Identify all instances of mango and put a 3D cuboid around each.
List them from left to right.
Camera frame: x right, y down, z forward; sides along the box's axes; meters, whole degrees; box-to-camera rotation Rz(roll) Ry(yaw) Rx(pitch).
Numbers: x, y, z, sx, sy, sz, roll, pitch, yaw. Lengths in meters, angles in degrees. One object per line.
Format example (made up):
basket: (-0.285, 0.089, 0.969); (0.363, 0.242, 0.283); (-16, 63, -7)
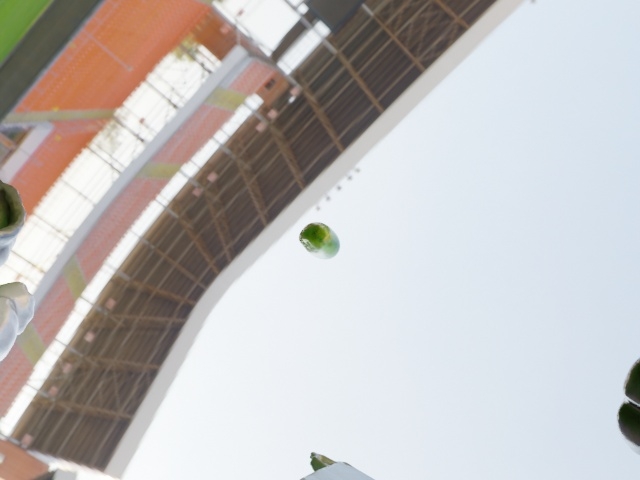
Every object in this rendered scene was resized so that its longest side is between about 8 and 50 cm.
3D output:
mango: (0.000, 0.000, 1.269); (0.056, 0.073, 0.108); (-50, 178, -3)

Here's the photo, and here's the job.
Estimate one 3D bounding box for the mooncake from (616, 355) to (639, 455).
mooncake: (0.545, 0.254, 1.062); (0.133, 0.245, 0.245); (-23, -174, -37)

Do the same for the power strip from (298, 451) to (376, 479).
power strip: (0.088, 0.245, 0.551); (0.046, 0.270, 0.118); (-64, 160, 1)

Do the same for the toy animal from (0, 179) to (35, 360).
toy animal: (-0.312, 0.063, 0.442); (0.357, 0.258, 0.194); (-56, -135, 32)
